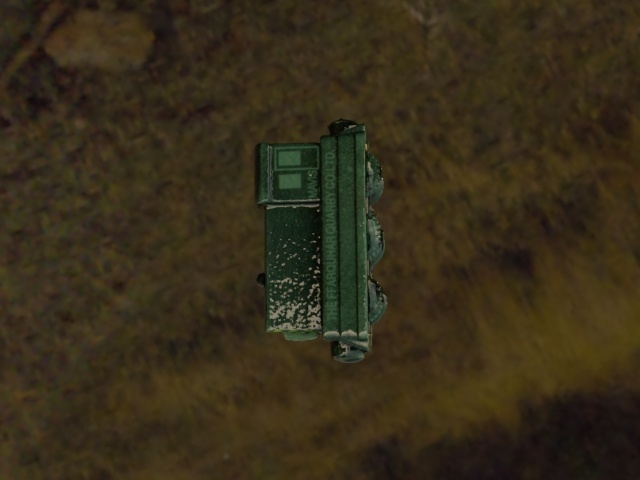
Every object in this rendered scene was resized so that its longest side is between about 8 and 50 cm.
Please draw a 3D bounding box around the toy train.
[{"bbox_3d":[0.000,0.000,1.839,0.178,0.330,0.138,0,174,4],"label":"toy train"}]
